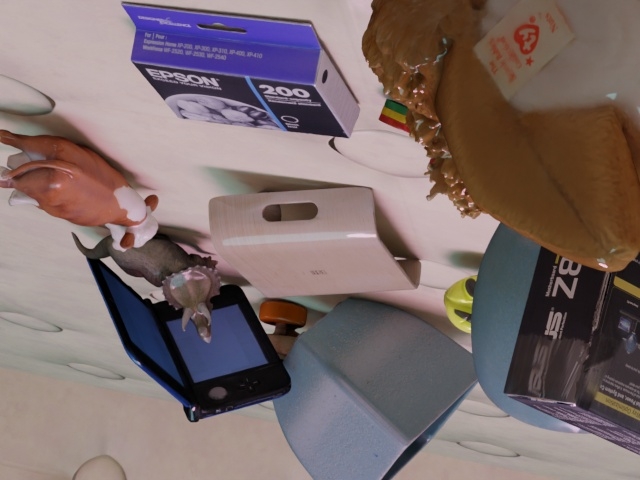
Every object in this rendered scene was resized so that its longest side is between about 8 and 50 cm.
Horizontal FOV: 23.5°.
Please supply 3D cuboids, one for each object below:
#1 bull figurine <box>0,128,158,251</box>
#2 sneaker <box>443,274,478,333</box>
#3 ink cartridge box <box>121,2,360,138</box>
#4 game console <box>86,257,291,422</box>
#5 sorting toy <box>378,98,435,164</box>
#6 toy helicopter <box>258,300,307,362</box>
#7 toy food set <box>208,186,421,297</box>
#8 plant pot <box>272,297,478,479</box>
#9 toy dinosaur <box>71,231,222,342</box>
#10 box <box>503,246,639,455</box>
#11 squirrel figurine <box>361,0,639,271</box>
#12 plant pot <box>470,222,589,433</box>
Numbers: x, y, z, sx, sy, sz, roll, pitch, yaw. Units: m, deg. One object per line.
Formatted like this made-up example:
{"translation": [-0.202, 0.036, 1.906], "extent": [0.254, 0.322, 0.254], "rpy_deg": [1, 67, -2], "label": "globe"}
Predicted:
{"translation": [-0.336, -0.070, 2.044], "extent": [0.188, 0.101, 0.310], "rpy_deg": [11, 165, 16], "label": "bull figurine"}
{"translation": [0.314, 0.095, 2.138], "extent": [0.296, 0.109, 0.123], "rpy_deg": [14, -172, -8], "label": "sneaker"}
{"translation": [-0.083, -0.170, 1.580], "extent": [0.206, 0.045, 0.208], "rpy_deg": [9, 163, 18], "label": "ink cartridge box"}
{"translation": [-0.208, 0.127, 2.424], "extent": [0.250, 0.293, 0.173], "rpy_deg": [-14, 128, -15], "label": "game console"}
{"translation": [0.188, -0.069, 1.564], "extent": [0.274, 0.046, 0.132], "rpy_deg": [28, -170, 36], "label": "sorting toy"}
{"translation": [0.030, 0.219, 2.725], "extent": [0.355, 0.140, 0.235], "rpy_deg": [11, 166, -6], "label": "toy helicopter"}
{"translation": [0.000, 0.000, 2.080], "extent": [0.220, 0.092, 0.306], "rpy_deg": [-4, 162, 15], "label": "toy food set"}
{"translation": [0.069, 0.241, 2.471], "extent": [0.252, 0.247, 0.248], "rpy_deg": [43, 137, 11], "label": "plant pot"}
{"translation": [-0.250, 0.032, 2.358], "extent": [0.313, 0.121, 0.160], "rpy_deg": [36, 173, 18], "label": "toy dinosaur"}
{"translation": [0.368, 0.058, 1.496], "extent": [0.395, 0.318, 0.097], "rpy_deg": [25, 165, -39], "label": "box"}
{"translation": [0.242, -0.117, 1.209], "extent": [0.397, 0.281, 0.370], "rpy_deg": [18, -177, 43], "label": "squirrel figurine"}
{"translation": [0.292, 0.039, 1.668], "extent": [0.290, 0.290, 0.195], "rpy_deg": [5, 129, 29], "label": "plant pot"}
